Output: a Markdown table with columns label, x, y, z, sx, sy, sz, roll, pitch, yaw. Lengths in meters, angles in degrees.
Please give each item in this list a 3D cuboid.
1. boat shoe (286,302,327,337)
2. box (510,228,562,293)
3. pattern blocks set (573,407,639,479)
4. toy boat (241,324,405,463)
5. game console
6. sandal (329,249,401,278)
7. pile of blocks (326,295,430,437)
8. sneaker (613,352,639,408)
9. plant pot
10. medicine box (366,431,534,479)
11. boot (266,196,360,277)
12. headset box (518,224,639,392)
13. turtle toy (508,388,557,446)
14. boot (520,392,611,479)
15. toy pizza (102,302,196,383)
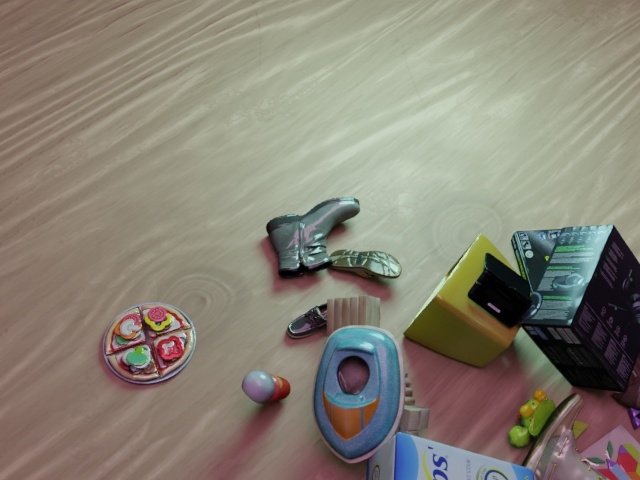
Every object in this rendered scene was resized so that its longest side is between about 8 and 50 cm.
| label | x | y | z | sx | sy | sz | roll | pitch | yaw |
| --- | --- | --- | --- | --- | --- | --- | --- | --- | --- |
| boat shoe | -0.007 | 0.171 | 1.691 | 0.152 | 0.049 | 0.056 | -24 | 60 | -19 |
| box | 0.576 | 0.057 | 1.816 | 0.191 | 0.045 | 0.184 | -2 | 53 | -5 |
| pattern blocks set | 0.604 | 0.478 | 1.526 | 0.285 | 0.026 | 0.325 | 36 | 60 | 21 |
| toy boat | 0.008 | 0.299 | 1.485 | 0.318 | 0.148 | 0.267 | -2 | 76 | 21 |
| game console | 0.373 | 0.103 | 1.565 | 0.122 | 0.071 | 0.107 | 35 | 91 | -7 |
| sandal | 0.107 | 0.062 | 1.784 | 0.180 | 0.049 | 0.072 | 6 | 47 | 19 |
| pile of blocks | 0.121 | 0.281 | 1.603 | 0.149 | 0.113 | 0.362 | -34 | 62 | 27 |
| sneaker | 0.698 | 0.272 | 1.638 | 0.071 | 0.066 | 0.188 | 14 | 66 | 34 |
| plant pot | 0.339 | 0.151 | 1.644 | 0.187 | 0.212 | 0.212 | 37 | 59 | 8 |
| medicine box | 0.230 | 0.521 | 1.336 | 0.289 | 0.149 | 0.263 | 19 | 47 | -12 |
| boot | 0.000 | 0.000 | 1.802 | 0.247 | 0.083 | 0.161 | -19 | 58 | -6 |
| headset box | 0.585 | 0.135 | 1.607 | 0.131 | 0.246 | 0.283 | -3 | 48 | 52 |
| turtle toy | 0.445 | 0.377 | 1.562 | 0.130 | 0.066 | 0.095 | -39 | 89 | -24 |
| boot | 0.505 | 0.425 | 1.468 | 0.165 | 0.077 | 0.213 | 31 | 85 | 14 |
| toy pizza | -0.375 | 0.218 | 1.643 | 0.201 | 0.032 | 0.201 | 2 | 54 | -3 |
